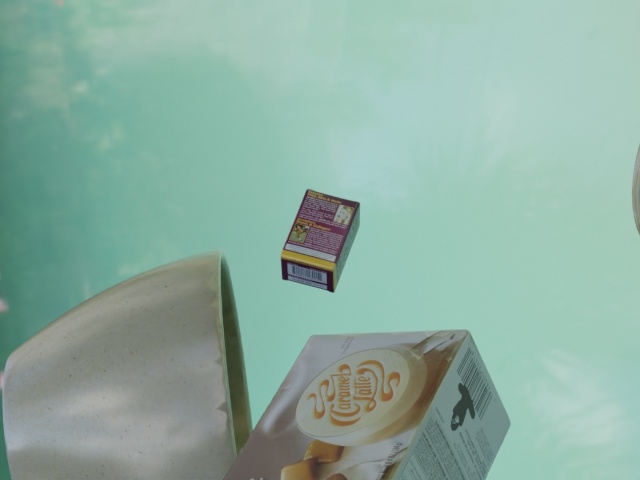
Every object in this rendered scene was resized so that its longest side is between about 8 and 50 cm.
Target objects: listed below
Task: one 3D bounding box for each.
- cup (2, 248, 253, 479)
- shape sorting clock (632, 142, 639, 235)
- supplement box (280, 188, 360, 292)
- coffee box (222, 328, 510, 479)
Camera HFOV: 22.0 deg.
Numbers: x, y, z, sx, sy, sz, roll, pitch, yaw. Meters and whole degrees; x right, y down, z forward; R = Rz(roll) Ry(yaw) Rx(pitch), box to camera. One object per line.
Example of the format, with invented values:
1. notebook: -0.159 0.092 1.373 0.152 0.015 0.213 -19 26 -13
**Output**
1. cup: -0.198 0.187 1.727 0.331 0.237 0.331 -7 -90 -89
2. shape sorting clock: 0.371 -0.081 1.614 0.040 0.206 0.206 26 126 38
3. supplement box: 0.000 0.000 1.558 0.043 0.055 0.083 87 -159 -55
4. coffee box: 0.019 0.178 1.156 0.141 0.246 0.098 -5 125 34
